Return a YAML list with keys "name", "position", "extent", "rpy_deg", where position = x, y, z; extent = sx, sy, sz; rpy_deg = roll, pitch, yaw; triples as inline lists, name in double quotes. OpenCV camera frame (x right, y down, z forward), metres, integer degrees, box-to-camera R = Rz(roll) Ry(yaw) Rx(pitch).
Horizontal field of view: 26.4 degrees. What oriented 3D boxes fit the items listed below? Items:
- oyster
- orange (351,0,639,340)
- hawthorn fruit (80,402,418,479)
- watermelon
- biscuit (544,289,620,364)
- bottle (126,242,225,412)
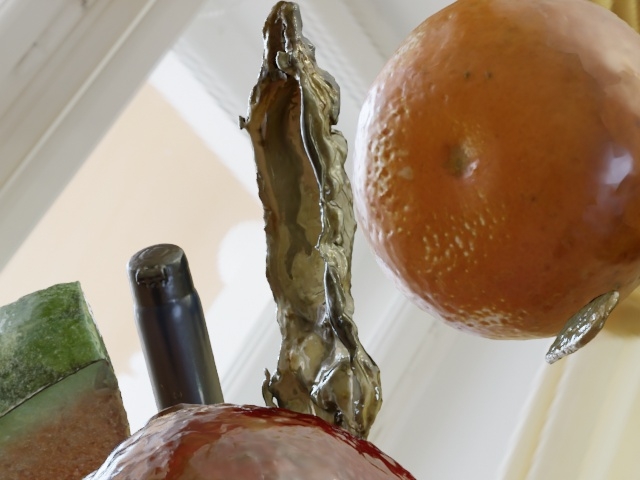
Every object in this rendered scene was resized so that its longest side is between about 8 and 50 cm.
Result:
- name: "oyster"
  position: [-0.001, 0.001, 0.969]
  extent: [0.079, 0.345, 0.129]
  rpy_deg: [-4, -5, -21]
- name: "orange"
  position: [0.243, -0.090, 1.645]
  extent: [0.424, 0.424, 0.326]
  rpy_deg: [19, 15, 31]
- name: "hawthorn fruit"
  position: [-0.037, 0.183, 0.631]
  extent: [0.210, 0.230, 0.266]
  rpy_deg: [14, 2, -3]
- name: "watermelon"
  position: [-0.230, 0.188, 1.153]
  extent: [0.140, 0.193, 0.256]
  rpy_deg: [59, -5, 50]
- name: "biscuit"
  position: [0.262, 0.088, 1.375]
  extent: [0.018, 0.071, 0.147]
  rpy_deg: [36, -18, 1]
- name: "bottle"
  position: [-0.145, 0.125, 1.424]
  extent: [0.072, 0.082, 0.244]
  rpy_deg: [-9, -72, 9]
